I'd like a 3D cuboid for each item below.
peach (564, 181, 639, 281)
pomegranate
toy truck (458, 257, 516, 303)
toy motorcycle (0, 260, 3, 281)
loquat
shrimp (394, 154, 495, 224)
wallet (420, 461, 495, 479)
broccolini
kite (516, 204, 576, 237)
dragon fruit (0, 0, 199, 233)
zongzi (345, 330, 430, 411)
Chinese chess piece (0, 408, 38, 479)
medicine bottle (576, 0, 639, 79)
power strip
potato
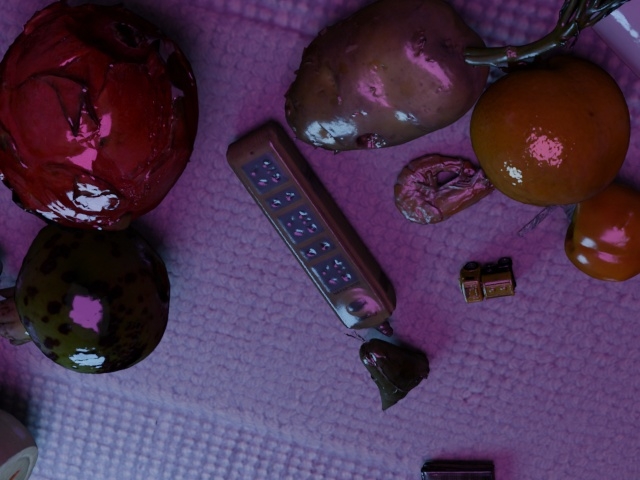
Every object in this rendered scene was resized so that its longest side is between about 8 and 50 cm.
[{"bbox_3d":[0.410,-0.014,1.675,0.138,0.138,0.138,3,119,6],"label":"peach"},{"bbox_3d":[-0.371,0.072,1.789,0.306,0.242,0.242,11,122,25],"label":"pomegranate"},{"bbox_3d":[0.246,0.062,1.781,0.083,0.054,0.049,-8,118,13],"label":"toy truck"},{"bbox_3d":[-0.631,0.132,1.884,0.200,0.191,0.326,34,137,-20],"label":"toy motorcycle"},{"bbox_3d":[0.299,-0.145,1.572,0.208,0.208,0.208,3,119,6],"label":"loquat"},{"bbox_3d":[0.189,-0.084,1.722,0.180,0.041,0.099,-21,100,19],"label":"shrimp"},{"bbox_3d":[0.237,0.468,2.018,0.124,0.042,0.230,-1,117,11],"label":"wallet"},{"bbox_3d":[0.254,-0.274,1.397,0.271,0.062,0.123,-23,109,45],"label":"broccolini"},{"bbox_3d":[0.338,-0.055,1.730,0.152,0.005,0.137,-33,111,23],"label":"kite"},{"bbox_3d":[-0.308,-0.165,1.601,0.295,0.296,0.302,24,132,-6],"label":"dragon fruit"},{"bbox_3d":[0.077,0.208,1.867,0.154,0.062,0.130,22,129,-27],"label":"zongzi"},{"bbox_3d":[-0.605,0.418,1.936,0.140,0.338,0.338,35,119,5],"label":"Chinese chess piece"},{"bbox_3d":[0.378,-0.356,1.440,0.371,0.211,0.211,43,116,-15],"label":"medicine bottle"},{"bbox_3d":[0.000,0.000,1.774,0.092,0.066,0.387,-27,113,23],"label":"power strip"},{"bbox_3d":[0.080,-0.215,1.598,0.296,0.141,0.192,-24,109,27],"label":"potato"}]
